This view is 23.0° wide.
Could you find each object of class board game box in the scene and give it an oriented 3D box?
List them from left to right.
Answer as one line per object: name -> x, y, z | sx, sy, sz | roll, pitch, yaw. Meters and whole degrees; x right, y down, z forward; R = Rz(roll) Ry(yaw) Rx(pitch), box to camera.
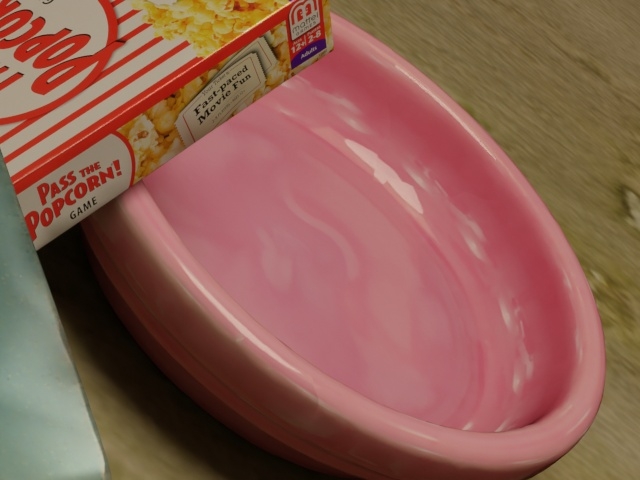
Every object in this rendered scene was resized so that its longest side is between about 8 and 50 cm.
board game box -> -0.114, -0.084, 0.697 | 0.193, 0.045, 0.146 | -37, 55, -23

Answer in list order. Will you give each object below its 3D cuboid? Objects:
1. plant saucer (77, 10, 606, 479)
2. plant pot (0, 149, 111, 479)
plant saucer -> 0.000, 0.000, 0.824 | 0.332, 0.084, 0.332 | 28, 33, -21
plant pot -> -0.205, 0.057, 0.424 | 0.234, 0.166, 0.165 | -8, 57, -29
